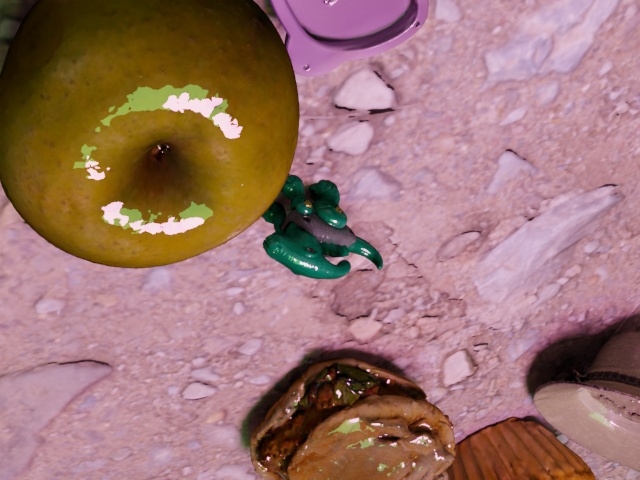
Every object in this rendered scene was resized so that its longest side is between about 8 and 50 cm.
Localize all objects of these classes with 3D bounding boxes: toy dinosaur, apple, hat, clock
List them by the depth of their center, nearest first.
[{"bbox_3d":[-0.109,-0.082,0.600,0.196,0.157,0.196,-15,138,-14],"label":"apple"},{"bbox_3d":[0.004,-0.186,0.632,0.110,0.050,0.152,-29,140,2],"label":"clock"},{"bbox_3d":[0.000,0.000,0.797,0.132,0.096,0.059,16,126,-36],"label":"toy dinosaur"},{"bbox_3d":[0.403,0.187,1.172,0.130,0.257,0.257,-62,146,-22],"label":"hat"}]

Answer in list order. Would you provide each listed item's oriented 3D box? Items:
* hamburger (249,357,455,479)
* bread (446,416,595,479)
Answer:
[{"bbox_3d":[0.035,0.212,1.044,0.206,0.130,0.183,27,117,-23],"label":"hamburger"},{"bbox_3d":[0.258,0.354,1.286,0.240,0.139,0.240,-15,139,-14],"label":"bread"}]
